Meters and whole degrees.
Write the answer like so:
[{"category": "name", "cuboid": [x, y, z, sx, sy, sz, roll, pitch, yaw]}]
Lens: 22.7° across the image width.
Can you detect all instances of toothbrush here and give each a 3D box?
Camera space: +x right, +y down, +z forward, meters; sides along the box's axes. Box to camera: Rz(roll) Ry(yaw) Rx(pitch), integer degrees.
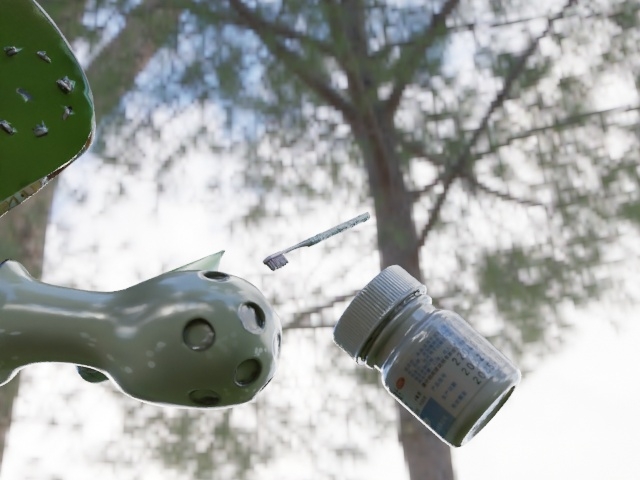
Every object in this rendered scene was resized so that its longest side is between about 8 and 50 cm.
[{"category": "toothbrush", "cuboid": [0.000, 0.000, 1.470, 0.167, 0.014, 0.011, -25, -20, -52]}]

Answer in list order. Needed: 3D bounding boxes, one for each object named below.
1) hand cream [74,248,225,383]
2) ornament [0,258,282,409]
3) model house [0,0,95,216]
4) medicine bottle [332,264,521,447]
[{"category": "hand cream", "cuboid": [-0.124, 0.058, 1.153, 0.046, 0.175, 0.095, 31, -73, 10]}, {"category": "ornament", "cuboid": [-0.096, 0.050, 0.830, 0.156, 0.075, 0.081, 3, -41, 15]}, {"category": "model house", "cuboid": [-0.308, -0.108, 1.029, 0.294, 0.207, 0.154, 49, -28, -1]}, {"category": "medicine bottle", "cuboid": [0.104, 0.114, 1.560, 0.168, 0.105, 0.105, 41, -40, 16]}]
